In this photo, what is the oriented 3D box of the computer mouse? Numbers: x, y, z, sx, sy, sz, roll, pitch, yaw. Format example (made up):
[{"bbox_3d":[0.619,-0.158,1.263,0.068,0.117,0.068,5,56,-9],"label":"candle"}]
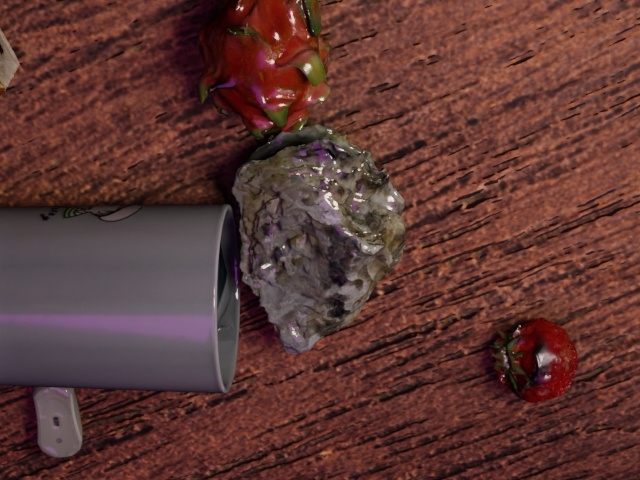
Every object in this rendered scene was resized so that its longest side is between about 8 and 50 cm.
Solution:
[{"bbox_3d":[-0.317,0.209,2.084,0.056,0.032,0.110,-3,113,4],"label":"computer mouse"}]

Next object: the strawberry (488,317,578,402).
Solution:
[{"bbox_3d":[0.252,0.136,1.970,0.106,0.106,0.106,2,124,2],"label":"strawberry"}]

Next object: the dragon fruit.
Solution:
[{"bbox_3d":[-0.054,-0.210,1.725,0.135,0.137,0.236,2,132,-8],"label":"dragon fruit"}]

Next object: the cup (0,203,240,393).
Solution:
[{"bbox_3d":[-0.247,0.061,1.878,0.312,0.205,0.205,1,124,4],"label":"cup"}]

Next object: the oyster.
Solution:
[{"bbox_3d":[0.000,0.000,1.880,0.198,0.112,0.268,-15,124,13],"label":"oyster"}]

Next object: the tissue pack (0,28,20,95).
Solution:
[{"bbox_3d":[-0.455,-0.201,1.784,0.226,0.092,0.183,-17,121,16],"label":"tissue pack"}]
